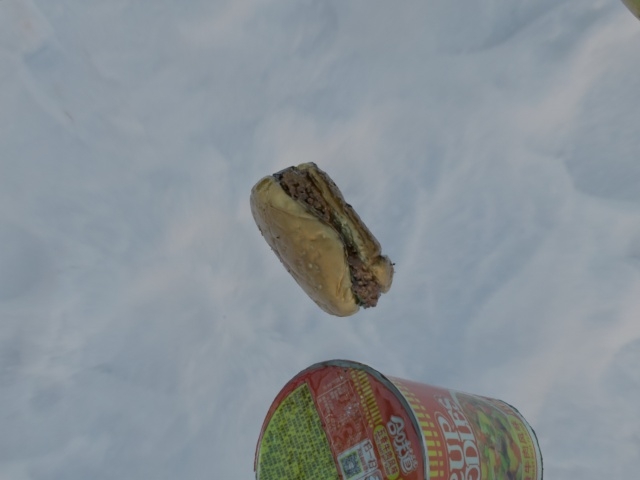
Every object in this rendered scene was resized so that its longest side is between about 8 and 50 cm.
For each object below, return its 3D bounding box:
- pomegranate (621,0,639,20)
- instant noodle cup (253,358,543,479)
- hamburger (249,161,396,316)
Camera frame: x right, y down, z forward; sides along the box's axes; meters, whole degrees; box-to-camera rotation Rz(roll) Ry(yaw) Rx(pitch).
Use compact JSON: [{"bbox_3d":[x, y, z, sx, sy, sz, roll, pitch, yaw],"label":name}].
[{"bbox_3d":[0.213,-0.189,0.857,0.257,0.221,0.221,-21,89,-37],"label":"pomegranate"},{"bbox_3d":[0.079,0.199,1.502,0.193,0.212,0.193,-5,82,40],"label":"instant noodle cup"},{"bbox_3d":[0.000,0.000,0.855,0.044,0.076,0.083,-34,88,-10],"label":"hamburger"}]
